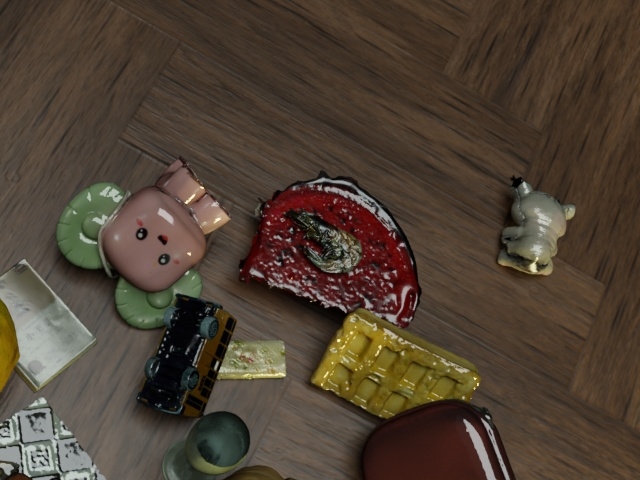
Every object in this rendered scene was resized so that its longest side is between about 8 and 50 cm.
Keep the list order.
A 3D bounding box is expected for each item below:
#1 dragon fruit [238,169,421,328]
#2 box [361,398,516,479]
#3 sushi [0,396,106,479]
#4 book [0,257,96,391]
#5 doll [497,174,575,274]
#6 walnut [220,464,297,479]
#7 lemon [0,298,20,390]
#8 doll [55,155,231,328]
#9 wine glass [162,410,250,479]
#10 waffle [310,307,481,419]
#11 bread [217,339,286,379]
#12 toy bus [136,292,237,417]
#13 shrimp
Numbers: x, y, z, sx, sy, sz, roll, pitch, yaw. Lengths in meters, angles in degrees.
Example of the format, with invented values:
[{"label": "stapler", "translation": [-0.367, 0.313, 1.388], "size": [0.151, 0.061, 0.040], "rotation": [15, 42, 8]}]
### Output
[{"label": "dragon fruit", "translation": [0.030, 0.017, 2.027], "size": [0.343, 0.100, 0.282], "rotation": [20, 67, -7]}, {"label": "box", "translation": [0.226, 0.483, 1.868], "size": [0.263, 0.108, 0.404], "rotation": [-21, 77, 15]}, {"label": "sushi", "translation": [-0.478, 0.438, 1.740], "size": [0.294, 0.059, 0.292], "rotation": [-33, 83, -29]}, {"label": "book", "translation": [-0.503, 0.145, 1.869], "size": [0.138, 0.016, 0.199], "rotation": [-41, 86, -25]}, {"label": "doll", "translation": [0.430, -0.023, 2.168], "size": [0.149, 0.095, 0.192], "rotation": [18, 70, -7]}, {"label": "walnut", "translation": [-0.073, 0.518, 1.726], "size": [0.296, 0.285, 0.285], "rotation": [13, 66, 15]}, {"label": "lemon", "translation": [-0.595, 0.174, 1.700], "size": [0.233, 0.288, 0.234], "rotation": [-2, 114, -6]}, {"label": "doll", "translation": [-0.299, -0.005, 1.911], "size": [0.268, 0.216, 0.284], "rotation": [-39, 105, -3]}, {"label": "wine glass", "translation": [-0.137, 0.283, 1.769], "size": [0.096, 0.309, 0.264], "rotation": [39, 65, 0]}, {"label": "waffle", "translation": [0.136, 0.242, 1.953], "size": [0.274, 0.168, 0.057], "rotation": [27, 22, -5]}, {"label": "bread", "translation": [-0.135, 0.215, 1.949], "size": [0.153, 0.028, 0.068], "rotation": [2, 69, -18]}, {"label": "toy bus", "translation": [-0.228, 0.205, 1.863], "size": [0.098, 0.114, 0.201], "rotation": [12, 74, 25]}, {"label": "shrimp", "translation": [0.000, 0.000, 1.957], "size": [0.161, 0.034, 0.091], "rotation": [34, 63, 1]}]
